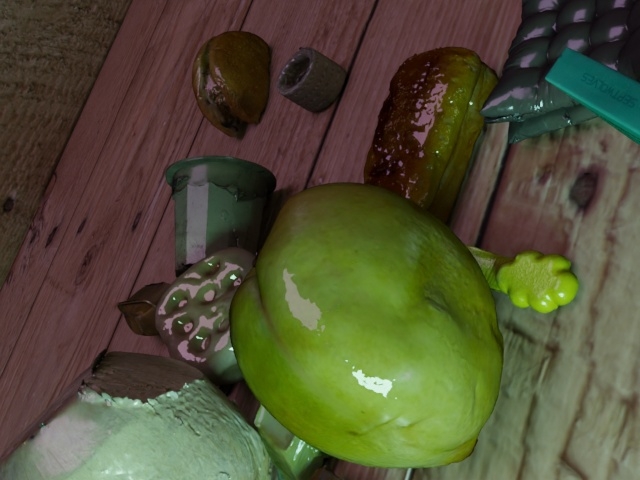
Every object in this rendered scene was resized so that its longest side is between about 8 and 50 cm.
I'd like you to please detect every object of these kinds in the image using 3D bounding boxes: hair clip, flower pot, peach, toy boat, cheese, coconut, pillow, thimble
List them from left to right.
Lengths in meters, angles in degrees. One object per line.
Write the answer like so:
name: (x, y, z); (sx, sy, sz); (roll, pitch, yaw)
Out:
coconut: (-0.244, 0.345, 1.149); (0.346, 0.360, 0.346); (-43, 7, 7)
flower pot: (-0.188, -0.029, 1.493); (0.212, 0.212, 0.202); (-24, 57, 46)
cheese: (-0.169, 0.127, 1.352); (0.218, 0.117, 0.235); (9, 66, 34)
toy boat: (-0.016, 0.208, 1.102); (0.111, 0.084, 0.276); (22, 93, 55)
thimble: (-0.017, -0.305, 1.548); (0.115, 0.090, 0.102); (2, 71, 55)
peach: (0.047, 0.101, 0.913); (0.281, 0.316, 0.314); (-43, 21, 34)
hair clip: (0.229, 0.039, 0.953); (0.173, 0.046, 0.072); (18, 85, 57)
pillow: (0.352, -0.247, 0.949); (0.326, 0.101, 0.228); (-7, 60, 52)

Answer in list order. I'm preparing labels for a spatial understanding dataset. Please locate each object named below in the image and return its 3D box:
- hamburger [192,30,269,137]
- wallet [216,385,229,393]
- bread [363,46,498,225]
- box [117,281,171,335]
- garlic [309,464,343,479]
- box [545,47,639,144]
hamburger: (-0.213, -0.375, 1.828); (0.144, 0.157, 0.282); (-35, 42, 38)
wallet: (-0.176, 0.195, 1.434); (0.118, 0.039, 0.152); (-9, 57, 55)
bread: (0.118, -0.099, 1.165); (0.185, 0.109, 0.380); (6, 71, 55)
box: (-0.344, 0.148, 1.662); (0.177, 0.111, 0.111); (-11, 57, 53)
garlic: (0.028, 0.350, 0.971); (0.101, 0.087, 0.196); (-53, 27, -10)
box: (0.328, -0.086, 0.729); (0.042, 0.226, 0.161); (-56, 32, 17)
